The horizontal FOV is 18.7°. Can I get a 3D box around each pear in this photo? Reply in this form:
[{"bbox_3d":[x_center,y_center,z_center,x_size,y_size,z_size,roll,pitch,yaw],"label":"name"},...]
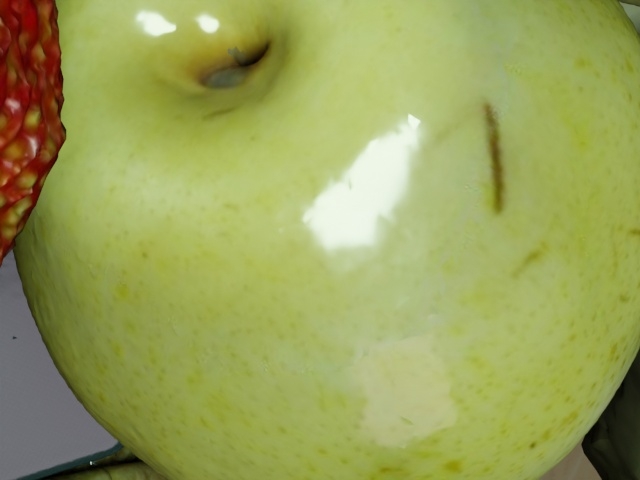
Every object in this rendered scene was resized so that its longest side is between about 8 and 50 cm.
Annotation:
[{"bbox_3d":[0.005,-0.026,0.851,0.309,0.309,0.309,-18,158,-7],"label":"pear"}]

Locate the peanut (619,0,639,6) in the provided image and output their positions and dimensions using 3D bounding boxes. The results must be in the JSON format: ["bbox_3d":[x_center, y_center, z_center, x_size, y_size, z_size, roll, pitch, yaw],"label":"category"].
[{"bbox_3d":[0.159,-0.175,0.877,0.137,0.122,0.253,-36,157,11],"label":"peanut"}]

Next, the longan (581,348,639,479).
[{"bbox_3d":[0.310,0.034,1.140,0.391,0.391,0.391,-18,158,-7],"label":"longan"}]

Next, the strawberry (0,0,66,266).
[{"bbox_3d":[-0.215,-0.061,0.644,0.250,0.238,0.288,-21,136,29],"label":"strawberry"}]

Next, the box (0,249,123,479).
[{"bbox_3d":[-0.195,0.027,0.966,0.160,0.050,0.230,-17,119,-8],"label":"box"}]

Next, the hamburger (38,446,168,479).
[{"bbox_3d":[-0.197,0.162,1.251,0.277,0.195,0.318,-7,157,-36],"label":"hamburger"}]
